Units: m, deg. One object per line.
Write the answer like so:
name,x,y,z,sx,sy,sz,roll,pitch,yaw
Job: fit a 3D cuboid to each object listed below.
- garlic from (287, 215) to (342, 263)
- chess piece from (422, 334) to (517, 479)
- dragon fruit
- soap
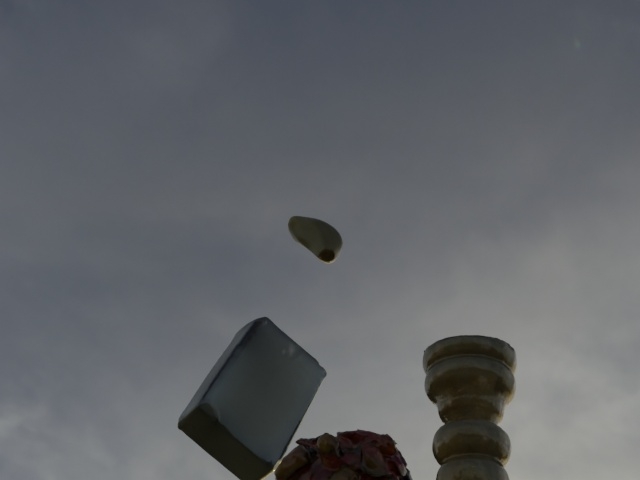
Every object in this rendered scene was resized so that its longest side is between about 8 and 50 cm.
garlic,-0.001,0.000,1.143,0.053,0.083,0.041,21,-73,-40
chess piece,0.220,0.275,1.357,0.143,0.261,0.143,2,-38,2
dragon fruit,0.028,0.448,1.662,0.314,0.296,0.263,35,-52,40
soap,-0.077,0.185,1.128,0.121,0.183,0.064,42,-53,-6
